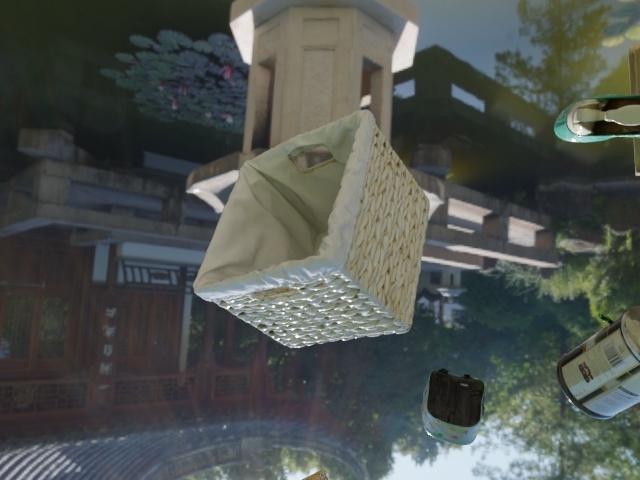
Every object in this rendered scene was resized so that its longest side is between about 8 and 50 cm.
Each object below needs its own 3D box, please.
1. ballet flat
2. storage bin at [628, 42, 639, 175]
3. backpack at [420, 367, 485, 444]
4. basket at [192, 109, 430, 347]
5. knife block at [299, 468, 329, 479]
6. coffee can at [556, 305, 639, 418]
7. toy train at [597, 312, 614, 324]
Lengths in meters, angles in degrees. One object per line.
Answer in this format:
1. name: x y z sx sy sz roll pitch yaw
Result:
1. ballet flat: 0.490 -0.213 0.881 0.087 0.083 0.247 3 -174 -31
2. storage bin: 0.628 -0.243 0.854 0.123 0.260 0.262 -7 -174 11
3. backpack: 0.359 0.467 1.427 0.166 0.144 0.188 13 -153 10
4. basket: 0.000 0.000 0.965 0.329 0.331 0.266 -16 134 38
5. knife block: -0.080 0.591 1.123 0.276 0.088 0.242 -6 148 -40
6. coffee can: 0.802 0.329 1.383 0.202 0.201 0.275 5 142 -16
7. toy train: 0.797 0.221 1.433 0.083 0.017 0.023 26 -159 -17
